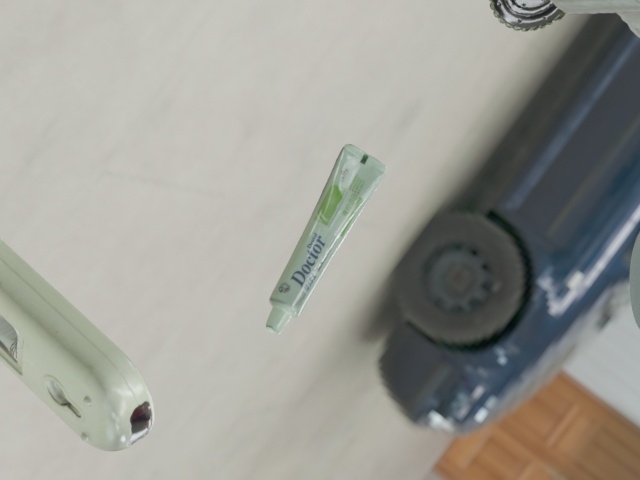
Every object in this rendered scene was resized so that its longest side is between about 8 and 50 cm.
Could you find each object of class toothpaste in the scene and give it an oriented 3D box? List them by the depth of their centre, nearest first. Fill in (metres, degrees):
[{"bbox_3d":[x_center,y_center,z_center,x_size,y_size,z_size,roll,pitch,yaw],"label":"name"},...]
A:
[{"bbox_3d":[0.000,0.000,1.598,0.197,0.048,0.029,-61,-171,-19],"label":"toothpaste"}]

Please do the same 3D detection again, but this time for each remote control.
[{"bbox_3d":[-0.192,0.054,1.123,0.042,0.221,0.078,-33,152,-34],"label":"remote control"}]

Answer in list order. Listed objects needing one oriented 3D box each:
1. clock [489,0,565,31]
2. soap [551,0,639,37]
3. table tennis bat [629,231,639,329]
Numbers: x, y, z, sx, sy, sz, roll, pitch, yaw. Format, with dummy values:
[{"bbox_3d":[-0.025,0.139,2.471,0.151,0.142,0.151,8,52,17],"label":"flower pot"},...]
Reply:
[{"bbox_3d":[0.181,-0.216,1.489,0.083,0.074,0.010,-26,-157,-10],"label":"clock"},{"bbox_3d":[0.242,-0.195,0.777,0.257,0.159,0.302,-64,-155,-3],"label":"soap"},{"bbox_3d":[0.338,0.020,1.782,0.100,0.019,0.155,-146,-124,-77],"label":"table tennis bat"}]
